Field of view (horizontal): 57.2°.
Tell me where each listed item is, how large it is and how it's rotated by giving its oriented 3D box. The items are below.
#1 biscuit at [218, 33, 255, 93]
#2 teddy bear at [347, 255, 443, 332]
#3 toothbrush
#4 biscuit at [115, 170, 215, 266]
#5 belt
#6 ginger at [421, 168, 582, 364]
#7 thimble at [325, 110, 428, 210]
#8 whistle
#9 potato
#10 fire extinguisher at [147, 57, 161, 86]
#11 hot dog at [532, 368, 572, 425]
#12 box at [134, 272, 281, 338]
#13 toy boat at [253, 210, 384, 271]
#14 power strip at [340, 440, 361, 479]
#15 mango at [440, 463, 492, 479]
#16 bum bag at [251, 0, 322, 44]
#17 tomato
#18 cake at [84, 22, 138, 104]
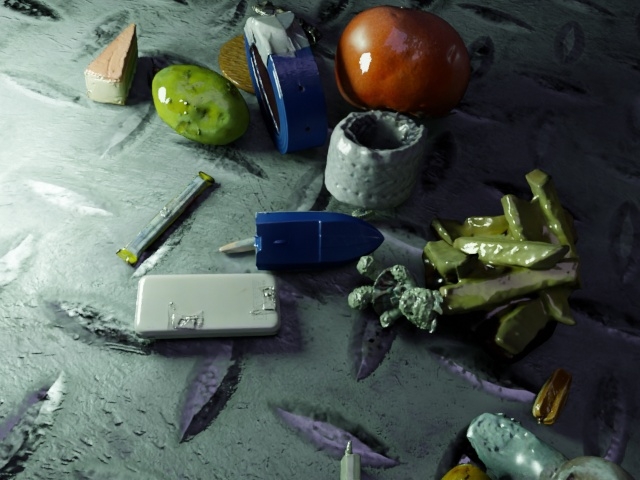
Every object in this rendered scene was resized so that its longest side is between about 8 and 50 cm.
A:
[{"bbox_3d":[-0.153,-0.489,1.634,0.262,0.037,0.262,4,55,-6],"label":"biscuit"},{"bbox_3d":[0.168,0.121,1.221,0.213,0.111,0.133,23,98,28],"label":"teddy bear"},{"bbox_3d":[-0.046,-0.022,1.331,0.375,0.037,0.028,-15,56,-15],"label":"toothbrush"},{"bbox_3d":[-0.339,-0.057,1.311,0.048,0.026,0.292,32,57,8],"label":"biscuit"},{"bbox_3d":[-0.089,-0.389,1.449,0.117,0.212,0.346,-14,81,-17],"label":"belt"},{"bbox_3d":[0.395,0.025,1.241,0.358,0.211,0.413,26,47,13],"label":"ginger"},{"bbox_3d":[0.133,-0.195,1.379,0.246,0.157,0.217,-23,51,-33],"label":"thimble"},{"bbox_3d":[0.416,0.433,1.036,0.189,0.189,0.348,-33,44,-27],"label":"whistle"},{"bbox_3d":[-0.292,-0.329,1.438,0.253,0.148,0.186,36,73,6],"label":"potato"},{"bbox_3d":[-0.441,-0.435,1.561,0.046,0.032,0.100,-34,62,10],"label":"fire extinguisher"},{"bbox_3d":[0.467,0.314,1.177,0.056,0.041,0.133,32,64,14],"label":"hot dog"},{"bbox_3d":[-0.225,0.130,1.189,0.285,0.044,0.142,0,53,-9],"label":"box"},{"bbox_3d":[0.000,0.000,1.283,0.295,0.088,0.129,-2,96,-15],"label":"toy boat"},{"bbox_3d":[0.052,0.442,1.013,0.030,0.047,0.191,8,55,-9],"label":"power strip"},{"bbox_3d":[0.235,0.492,0.973,0.125,0.111,0.232,8,66,14],"label":"mango"},{"bbox_3d":[-0.106,-0.641,1.727,0.248,0.069,0.102,36,50,24],"label":"bum bag"},{"bbox_3d":[0.210,-0.450,1.482,0.342,0.272,0.341,4,13,-1],"label":"tomato"},{"bbox_3d":[-0.503,-0.445,1.503,0.090,0.109,0.225,20,55,5],"label":"cake"}]
